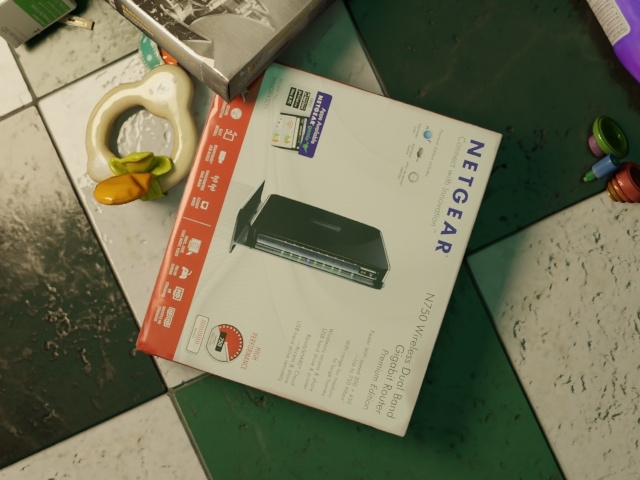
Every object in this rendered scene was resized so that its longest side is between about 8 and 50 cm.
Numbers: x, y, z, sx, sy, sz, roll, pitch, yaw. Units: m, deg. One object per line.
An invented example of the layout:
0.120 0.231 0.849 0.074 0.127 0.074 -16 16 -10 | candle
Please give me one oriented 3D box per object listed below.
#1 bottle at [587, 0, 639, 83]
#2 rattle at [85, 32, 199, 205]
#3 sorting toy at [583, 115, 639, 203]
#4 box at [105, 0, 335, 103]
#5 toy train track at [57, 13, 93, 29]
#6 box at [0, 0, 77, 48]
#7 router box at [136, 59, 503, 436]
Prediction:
0.337 -0.230 1.533 0.092 0.118 0.282 -29 87 4 | bottle
-0.192 -0.142 1.575 0.130 0.143 0.199 27 99 23 | rattle
0.305 -0.078 1.577 0.042 0.061 0.102 -35 79 39 | sorting toy
-0.084 -0.281 1.549 0.183 0.056 0.231 41 73 13 | box
-0.291 -0.247 1.640 0.083 0.014 0.048 15 92 4 | toy train track
-0.333 -0.280 1.591 0.087 0.101 0.102 -33 74 4 | box
0.000 0.000 1.583 0.301 0.082 0.335 17 92 5 | router box
